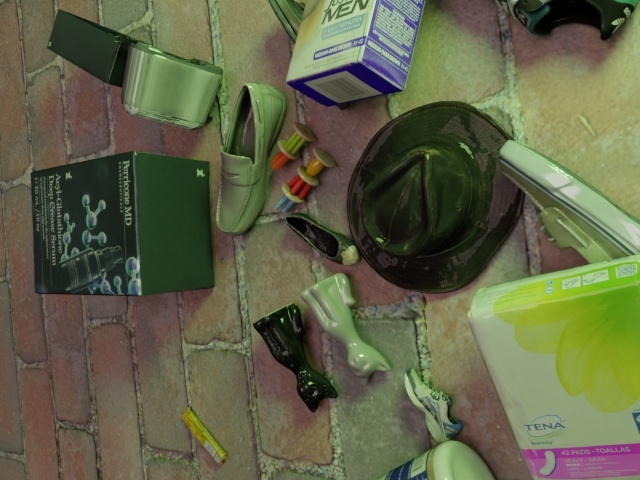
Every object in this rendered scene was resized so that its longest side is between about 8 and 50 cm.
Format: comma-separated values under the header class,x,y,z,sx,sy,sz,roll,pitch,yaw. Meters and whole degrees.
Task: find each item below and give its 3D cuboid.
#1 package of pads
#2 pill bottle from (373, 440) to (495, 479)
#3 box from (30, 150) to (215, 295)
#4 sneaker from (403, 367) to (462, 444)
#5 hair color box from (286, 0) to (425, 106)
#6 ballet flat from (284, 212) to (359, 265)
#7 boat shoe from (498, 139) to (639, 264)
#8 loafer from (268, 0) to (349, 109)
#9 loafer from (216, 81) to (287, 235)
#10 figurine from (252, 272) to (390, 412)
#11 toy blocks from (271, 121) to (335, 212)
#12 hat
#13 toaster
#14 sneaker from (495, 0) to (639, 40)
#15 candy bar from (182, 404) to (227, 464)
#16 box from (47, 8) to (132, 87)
class,x,y,z,sx,sy,sz,roll,pitch,yaw
package of pads,0.352,0.183,0.708,0.229,0.101,0.296,-18,99,33
pill bottle,0.151,0.450,0.857,0.265,0.153,0.153,-42,69,28
box,-0.461,-0.027,1.213,0.396,0.212,0.293,-3,89,33
sneaker,0.193,0.271,0.891,0.058,0.052,0.135,-35,80,19
hair color box,0.072,-0.401,0.838,0.185,0.110,0.338,5,79,51
ballet flat,0.000,0.000,1.003,0.173,0.049,0.057,31,109,29
boat shoe,0.360,-0.025,0.732,0.302,0.109,0.094,44,116,21
loafer,0.000,-0.369,0.981,0.084,0.096,0.267,-34,80,10
loafer,-0.162,-0.162,1.068,0.112,0.112,0.319,22,103,31
figurine,0.005,0.198,0.995,0.215,0.092,0.209,-35,81,29
toy blocks,-0.056,-0.138,1.034,0.148,0.054,0.123,-46,68,26
hat,0.151,-0.071,0.852,0.332,0.134,0.331,1,92,35
toaster,-0.326,-0.327,1.111,0.129,0.227,0.146,39,115,53
sneaker,0.295,-0.371,0.760,0.302,0.108,0.120,25,101,29
candy bar,-0.271,0.452,1.217,0.161,0.018,0.040,39,115,26
box,-0.476,-0.429,1.226,0.261,0.184,0.103,32,109,28
